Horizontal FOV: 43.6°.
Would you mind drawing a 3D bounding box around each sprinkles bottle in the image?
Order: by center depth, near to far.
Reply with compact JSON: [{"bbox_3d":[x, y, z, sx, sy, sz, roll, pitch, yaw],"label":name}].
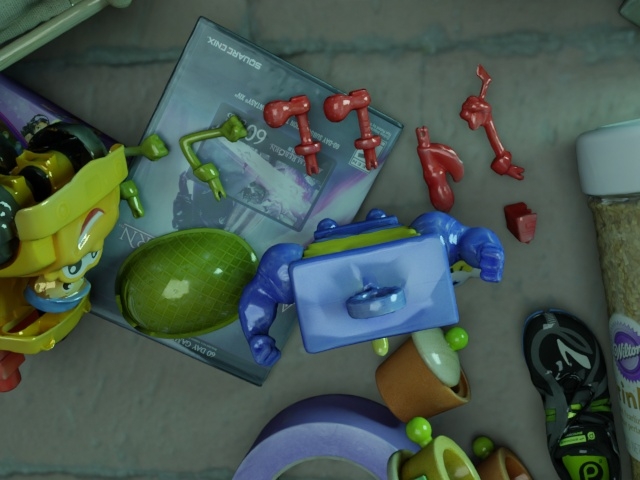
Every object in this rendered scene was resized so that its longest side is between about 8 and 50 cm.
[{"bbox_3d":[0.291,0.078,0.634,0.121,0.121,0.355,-10,96,10],"label":"sprinkles bottle"}]

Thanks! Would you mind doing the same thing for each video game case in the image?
[{"bbox_3d":[-0.077,-0.025,0.704,0.196,0.026,0.274,26,100,-12],"label":"video game case"}]

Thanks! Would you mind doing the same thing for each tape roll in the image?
[{"bbox_3d":[0.014,0.241,0.722,0.189,0.080,0.189,1,98,9],"label":"tape roll"}]

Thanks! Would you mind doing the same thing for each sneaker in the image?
[{"bbox_3d":[0.220,0.147,0.676,0.067,0.078,0.188,-14,94,11],"label":"sneaker"}]

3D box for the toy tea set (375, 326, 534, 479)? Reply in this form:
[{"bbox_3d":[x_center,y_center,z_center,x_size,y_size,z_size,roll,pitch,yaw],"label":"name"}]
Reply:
[{"bbox_3d":[0.165,0.209,0.636,0.124,0.200,0.336,-36,85,20],"label":"toy tea set"}]

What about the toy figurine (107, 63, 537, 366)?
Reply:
[{"bbox_3d":[0.000,0.000,0.585,0.362,0.217,0.191,-10,107,0],"label":"toy figurine"}]

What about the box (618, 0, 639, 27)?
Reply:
[{"bbox_3d":[0.348,-0.270,0.587,0.094,0.113,0.275,34,100,5],"label":"box"}]

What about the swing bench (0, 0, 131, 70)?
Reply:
[{"bbox_3d":[-0.315,-0.212,0.619,0.253,0.255,0.165,-33,124,-7],"label":"swing bench"}]

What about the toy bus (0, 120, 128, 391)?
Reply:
[{"bbox_3d":[-0.256,0.025,0.638,0.220,0.149,0.211,0,115,19],"label":"toy bus"}]

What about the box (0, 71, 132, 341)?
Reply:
[{"bbox_3d":[-0.330,-0.058,0.750,0.293,0.057,0.201,30,100,4],"label":"box"}]
